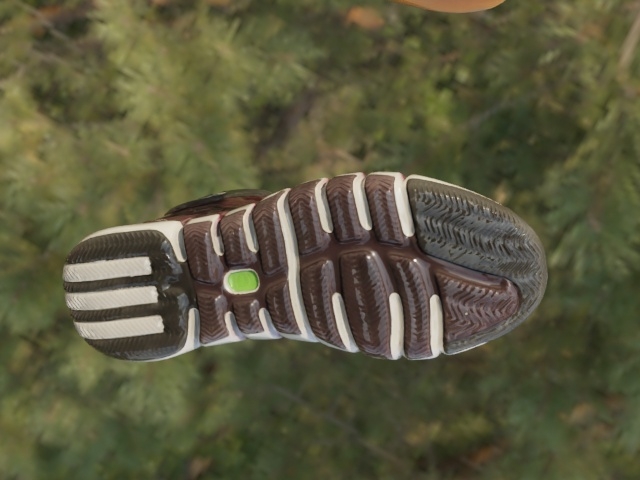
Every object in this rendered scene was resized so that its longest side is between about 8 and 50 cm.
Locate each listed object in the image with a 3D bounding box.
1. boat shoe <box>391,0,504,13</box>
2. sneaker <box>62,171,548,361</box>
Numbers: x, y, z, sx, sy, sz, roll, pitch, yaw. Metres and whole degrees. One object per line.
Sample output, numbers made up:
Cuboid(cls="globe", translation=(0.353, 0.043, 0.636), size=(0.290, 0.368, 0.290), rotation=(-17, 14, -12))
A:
Cuboid(cls="boat shoe", translation=(-0.015, -0.151, 0.607), size=(0.073, 0.207, 0.073), rotation=(-77, -170, -47))
Cuboid(cls="sneaker", translation=(0.000, 0.000, 0.913), size=(0.162, 0.281, 0.106), rotation=(-46, 133, -70))
